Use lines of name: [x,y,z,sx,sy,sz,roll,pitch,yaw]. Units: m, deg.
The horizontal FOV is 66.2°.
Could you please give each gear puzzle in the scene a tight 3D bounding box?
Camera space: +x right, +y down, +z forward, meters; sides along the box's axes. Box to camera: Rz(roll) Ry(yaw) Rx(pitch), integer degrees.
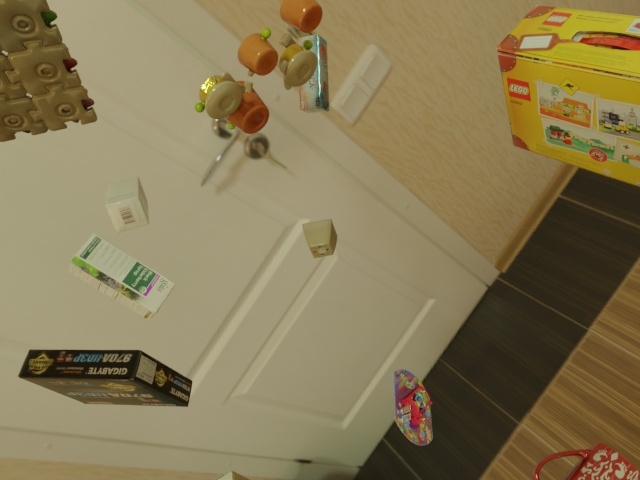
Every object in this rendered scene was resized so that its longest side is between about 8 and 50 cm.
gear puzzle: [-0.449,-0.277,0.681,0.176,0.339,0.044,-18,63,-15]

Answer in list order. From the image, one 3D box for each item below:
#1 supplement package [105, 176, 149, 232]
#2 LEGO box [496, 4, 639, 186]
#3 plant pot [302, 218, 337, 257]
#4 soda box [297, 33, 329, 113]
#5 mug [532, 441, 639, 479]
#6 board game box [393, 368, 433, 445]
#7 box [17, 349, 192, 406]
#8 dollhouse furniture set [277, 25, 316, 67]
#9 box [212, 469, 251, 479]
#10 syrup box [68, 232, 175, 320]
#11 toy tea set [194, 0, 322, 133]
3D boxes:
supplement package: [-0.631,-0.120,1.609,0.105,0.105,0.179,-18,33,-11]
LEGO box: [0.741,-0.360,1.259,0.193,0.372,0.500,-47,48,-10]
plant pot: [0.000,0.000,1.759,0.109,0.109,0.096,-10,52,10]
soda box: [-0.018,-0.421,1.247,0.063,0.058,0.183,-1,93,24]
mug: [0.516,0.476,0.950,0.169,0.150,0.113,-44,7,-9]
board game box: [0.219,0.367,1.096,0.033,0.133,0.168,-34,32,34]
box: [-0.359,0.237,0.840,0.220,0.175,0.051,-3,58,15]
dollhouse furniture set: [-0.044,-0.559,1.465,0.151,0.144,0.123,-54,36,1]
box: [-0.162,0.710,1.217,0.121,0.311,0.148,-35,38,10]
syrup box: [-0.498,0.095,1.235,0.096,0.237,0.093,-38,21,53]
toy tea set: [-0.127,-0.378,1.033,0.336,0.200,0.124,-45,67,2]
